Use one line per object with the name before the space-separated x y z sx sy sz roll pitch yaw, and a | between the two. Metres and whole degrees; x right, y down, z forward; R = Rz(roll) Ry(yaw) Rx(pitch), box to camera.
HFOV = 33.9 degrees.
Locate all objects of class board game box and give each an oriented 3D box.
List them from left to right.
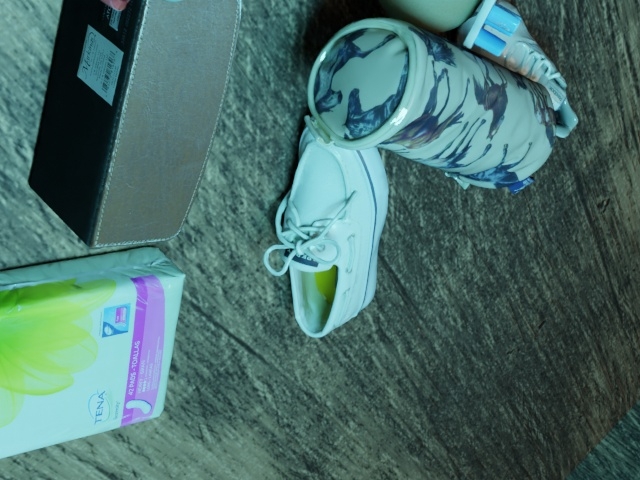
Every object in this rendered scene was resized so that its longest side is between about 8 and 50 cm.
board game box | 0.325 -0.456 1.243 0.390 0.050 0.390 -57 175 -29

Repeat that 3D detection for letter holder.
letter holder | -0.172 -0.163 1.175 0.214 0.152 0.302 -5 122 -42

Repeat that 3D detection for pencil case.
pencil case | 0.149 -0.161 1.344 0.410 0.160 0.183 9 118 -53

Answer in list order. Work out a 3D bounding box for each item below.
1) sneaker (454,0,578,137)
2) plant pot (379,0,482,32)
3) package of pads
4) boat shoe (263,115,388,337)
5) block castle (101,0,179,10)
sneaker | 0.302 -0.257 1.551 0.111 0.129 0.297 -50 139 3
plant pot | 0.132 -0.383 1.240 0.256 0.256 0.274 -36 153 -17
package of pads | -0.325 0.143 1.304 0.296 0.101 0.229 -9 124 -37
boat shoe | -0.007 -0.002 1.450 0.156 0.136 0.367 -42 149 -36
block castle | -0.128 -0.425 0.848 0.453 0.213 0.303 -62 177 3
